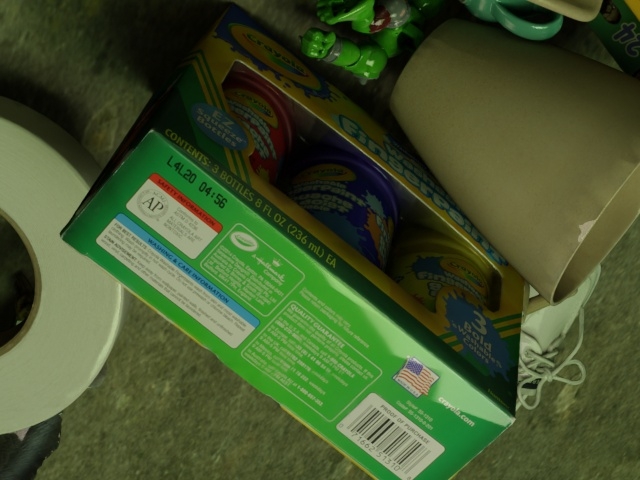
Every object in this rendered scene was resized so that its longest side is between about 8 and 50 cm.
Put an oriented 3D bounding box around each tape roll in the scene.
[{"bbox_3d":[-0.397,0.030,1.692,0.392,0.072,0.392,2,109,4],"label":"tape roll"}]

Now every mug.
[{"bbox_3d":[0.195,-0.293,1.647,0.097,0.158,0.129,-11,119,-8],"label":"mug"}]

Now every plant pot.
[{"bbox_3d":[0.218,-0.113,1.667,0.256,0.274,0.256,-48,164,-18],"label":"plant pot"}]

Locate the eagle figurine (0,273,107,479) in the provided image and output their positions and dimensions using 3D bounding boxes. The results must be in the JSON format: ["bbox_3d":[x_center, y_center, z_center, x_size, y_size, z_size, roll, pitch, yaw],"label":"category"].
[{"bbox_3d":[-0.416,0.193,1.882,0.225,0.226,0.298,38,94,-10],"label":"eagle figurine"}]

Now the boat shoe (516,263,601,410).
[{"bbox_3d":[0.280,0.164,2.129,0.135,0.156,0.367,15,127,-31],"label":"boat shoe"}]

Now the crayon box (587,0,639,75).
[{"bbox_3d":[0.391,-0.346,1.629,0.323,0.203,0.083,-38,174,19],"label":"crayon box"}]

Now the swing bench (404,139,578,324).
[{"bbox_3d":[0.134,0.037,1.949,0.254,0.165,0.253,-41,133,22],"label":"swing bench"}]

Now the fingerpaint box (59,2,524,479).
[{"bbox_3d":[0.000,0.000,1.603,0.445,0.371,0.163,39,116,-10],"label":"fingerpaint box"}]

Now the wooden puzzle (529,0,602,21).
[{"bbox_3d":[0.196,-0.426,1.507,0.322,0.080,0.348,17,102,-22],"label":"wooden puzzle"}]

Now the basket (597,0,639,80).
[{"bbox_3d":[0.476,-0.279,1.769,0.299,0.213,0.223,-38,173,19],"label":"basket"}]

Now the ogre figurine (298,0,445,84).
[{"bbox_3d":[0.069,-0.249,1.686,0.197,0.096,0.118,-62,145,-20],"label":"ogre figurine"}]
